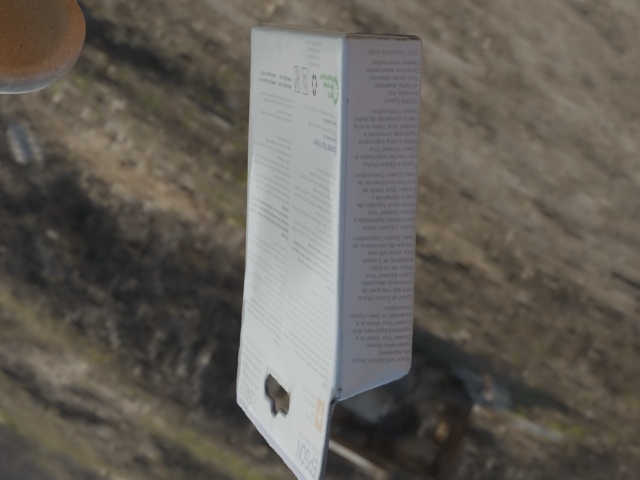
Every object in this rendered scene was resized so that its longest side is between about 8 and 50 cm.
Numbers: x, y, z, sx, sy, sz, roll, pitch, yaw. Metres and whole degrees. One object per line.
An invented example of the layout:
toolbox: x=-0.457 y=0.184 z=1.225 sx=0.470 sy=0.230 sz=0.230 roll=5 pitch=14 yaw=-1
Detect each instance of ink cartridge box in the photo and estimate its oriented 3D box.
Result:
ink cartridge box: x=0.000 y=0.000 z=0.911 sx=0.045 sy=0.224 sz=0.223 roll=2 pitch=-172 yaw=-14

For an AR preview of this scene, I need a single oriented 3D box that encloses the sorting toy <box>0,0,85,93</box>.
sorting toy: x=-0.195 y=-0.102 z=0.528 sx=0.208 sy=0.038 sz=0.193 roll=1 pitch=-144 yaw=-28
